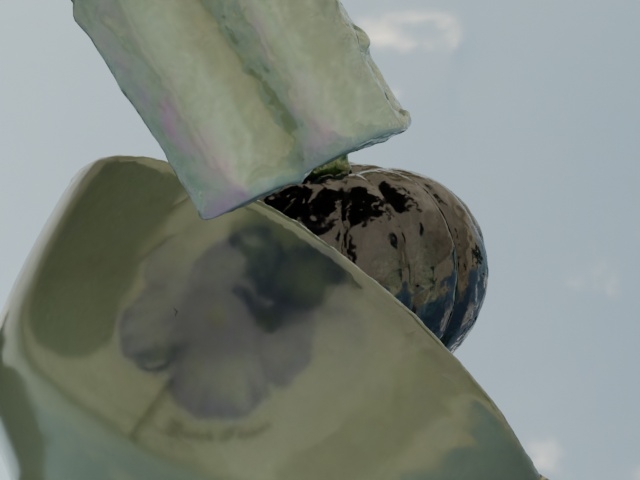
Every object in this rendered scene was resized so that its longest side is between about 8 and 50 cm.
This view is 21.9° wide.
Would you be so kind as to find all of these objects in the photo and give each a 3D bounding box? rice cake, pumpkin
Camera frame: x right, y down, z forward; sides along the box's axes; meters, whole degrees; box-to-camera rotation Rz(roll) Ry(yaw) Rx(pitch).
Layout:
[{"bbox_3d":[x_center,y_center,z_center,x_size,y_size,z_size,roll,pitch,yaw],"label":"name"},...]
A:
[{"bbox_3d":[-0.060,-0.114,0.557,0.085,0.226,0.040,-33,179,12],"label":"rice cake"},{"bbox_3d":[-0.001,0.013,0.933,0.194,0.194,0.150,25,-96,50],"label":"pumpkin"}]

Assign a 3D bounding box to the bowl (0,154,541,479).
[{"bbox_3d":[-0.051,0.114,0.748,0.289,0.289,0.146,17,-125,42],"label":"bowl"}]

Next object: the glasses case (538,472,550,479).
[{"bbox_3d":[0.051,0.185,1.235,0.316,0.123,0.076,25,-150,15],"label":"glasses case"}]
